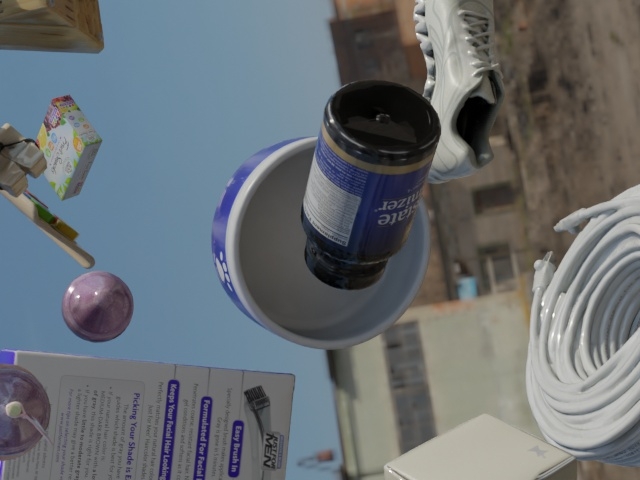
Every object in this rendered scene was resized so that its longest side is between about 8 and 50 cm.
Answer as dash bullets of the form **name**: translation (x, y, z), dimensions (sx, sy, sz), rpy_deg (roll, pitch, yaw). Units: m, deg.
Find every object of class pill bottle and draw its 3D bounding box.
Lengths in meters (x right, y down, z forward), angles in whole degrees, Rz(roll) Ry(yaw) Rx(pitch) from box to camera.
- **pill bottle**: translation (0.046, -0.053, 1.402), dimensions (0.219, 0.123, 0.123), rpy_deg (104, 168, -45)

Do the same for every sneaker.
- **sneaker**: translation (0.175, -0.213, 1.571), dimensions (0.118, 0.110, 0.292), rpy_deg (4, 90, 63)

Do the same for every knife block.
- **knife block**: translation (-0.462, -0.318, 1.835), dimensions (0.275, 0.242, 0.088), rpy_deg (29, -128, -73)

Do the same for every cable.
- **cable**: translation (0.271, 0.071, 1.122), dimensions (0.257, 0.089, 0.257), rpy_deg (-34, 35, 60)

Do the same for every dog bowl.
- **dog bowl**: translation (0.000, 0.000, 1.658), dimensions (0.104, 0.265, 0.265), rpy_deg (-167, 64, -68)

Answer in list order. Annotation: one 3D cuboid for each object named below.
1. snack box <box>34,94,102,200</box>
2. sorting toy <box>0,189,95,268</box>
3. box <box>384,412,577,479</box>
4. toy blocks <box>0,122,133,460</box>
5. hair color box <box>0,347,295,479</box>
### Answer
- **snack box**: translation (-0.399, -0.144, 2.064), dimensions (0.100, 0.037, 0.141), rpy_deg (51, 138, 17)
- **sorting toy**: translation (-0.464, -0.052, 2.134), dimensions (0.193, 0.038, 0.208), rpy_deg (37, 171, 30)
- **box**: translation (0.121, 0.278, 0.974), dimensions (0.094, 0.113, 0.275), rpy_deg (22, 124, 47)
- **toy blocks**: translation (-0.276, 0.028, 0.869), dimensions (0.288, 0.309, 0.260), rpy_deg (44, 162, -4)
- **hair color box**: translation (-0.209, 0.232, 1.545), dimensions (0.110, 0.339, 0.185), rpy_deg (171, 106, -69)
